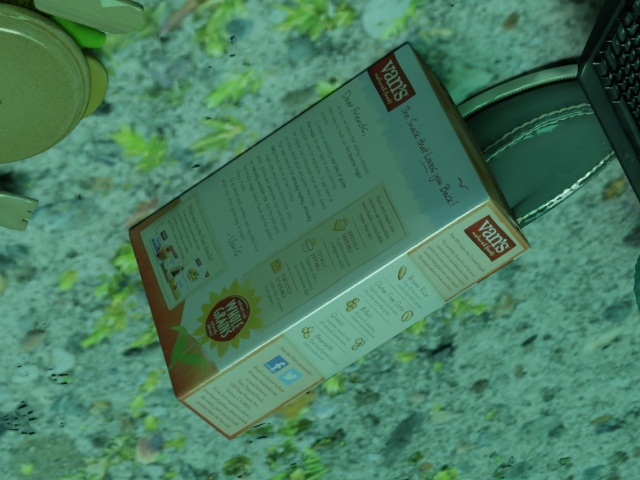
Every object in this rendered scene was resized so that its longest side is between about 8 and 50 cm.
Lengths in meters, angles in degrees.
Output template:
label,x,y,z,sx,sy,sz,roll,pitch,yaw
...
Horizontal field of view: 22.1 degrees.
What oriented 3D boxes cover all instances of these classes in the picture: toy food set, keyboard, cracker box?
label,x,y,z,sx,sy,sz,roll,pitch,yaw
toy food set,-0.195,-0.095,0.975,0.132,0.038,0.192,17,130,-25
keyboard,0.224,-0.095,1.098,0.023,0.108,0.180,6,148,35
cracker box,0.000,0.000,1.050,0.232,0.156,0.067,-33,135,12

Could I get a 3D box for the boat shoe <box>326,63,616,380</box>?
label,x,y,z,sx,sy,sz,roll,pitch,yaw
boat shoe,0.086,-0.003,1.122,0.319,0.099,0.116,-30,132,7

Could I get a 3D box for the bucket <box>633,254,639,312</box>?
label,x,y,z,sx,sy,sz,roll,pitch,yaw
bucket,0.372,0.030,1.154,0.281,0.281,0.183,13,132,-31
